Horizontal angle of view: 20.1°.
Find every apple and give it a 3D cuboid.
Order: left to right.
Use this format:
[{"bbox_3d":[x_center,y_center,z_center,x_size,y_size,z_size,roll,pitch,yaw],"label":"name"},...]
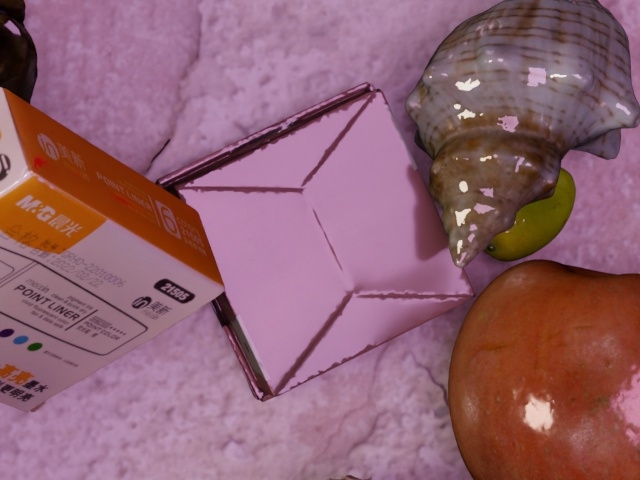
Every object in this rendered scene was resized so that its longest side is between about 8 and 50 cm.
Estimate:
[{"bbox_3d":[0.232,0.124,1.525,0.253,0.253,0.253,0,91,-12],"label":"apple"}]

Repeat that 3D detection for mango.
[{"bbox_3d":[0.182,-0.027,1.607,0.108,0.056,0.073,-38,104,-12],"label":"mango"}]

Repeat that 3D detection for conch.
[{"bbox_3d":[0.199,-0.140,1.541,0.386,0.169,0.203,-55,137,-14],"label":"conch"}]

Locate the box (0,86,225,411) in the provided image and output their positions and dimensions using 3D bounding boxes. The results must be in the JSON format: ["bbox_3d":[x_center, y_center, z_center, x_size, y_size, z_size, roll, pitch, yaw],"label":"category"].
[{"bbox_3d":[-0.236,0.016,1.386,0.221,0.274,0.091,-33,57,17],"label":"box"}]

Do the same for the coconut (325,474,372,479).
[{"bbox_3d":[0.039,0.402,1.432,0.405,0.404,0.404,0,91,-12],"label":"coconut"}]

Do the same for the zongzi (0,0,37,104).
[{"bbox_3d":[-0.471,-0.195,1.416,0.403,0.208,0.432,-30,78,-19],"label":"zongzi"}]

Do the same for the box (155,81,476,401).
[{"bbox_3d":[0.000,0.000,1.553,0.215,0.086,0.215,-26,97,-10],"label":"box"}]
